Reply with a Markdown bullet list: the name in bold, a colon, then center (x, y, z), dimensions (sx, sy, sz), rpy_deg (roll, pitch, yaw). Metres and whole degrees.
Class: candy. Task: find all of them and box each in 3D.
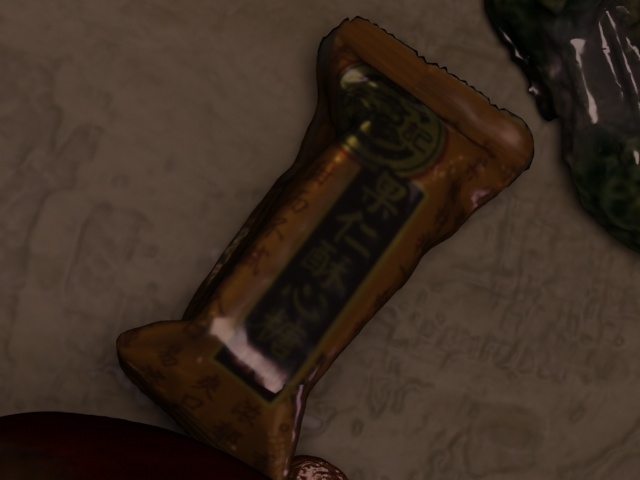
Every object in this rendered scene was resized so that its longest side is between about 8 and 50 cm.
- **candy**: center (0.000, 0.000, 1.128), dimensions (0.143, 0.101, 0.271), rpy_deg (40, 75, -9)

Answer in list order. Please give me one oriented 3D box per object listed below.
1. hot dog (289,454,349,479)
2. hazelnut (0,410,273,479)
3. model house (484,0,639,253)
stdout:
- **hot dog**: center (-0.011, 0.166, 1.139), dimensions (0.058, 0.035, 0.083), rpy_deg (14, 82, -7)
- **hazelnut**: center (-0.129, 0.293, 0.962), dimensions (0.359, 0.359, 0.409), rpy_deg (29, 91, -4)
- **model house**: center (0.258, -0.160, 1.097), dimensions (0.261, 0.266, 0.321), rpy_deg (-19, 87, -13)
